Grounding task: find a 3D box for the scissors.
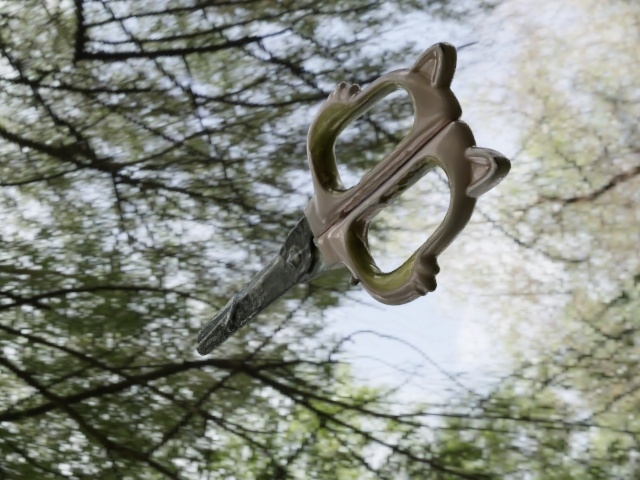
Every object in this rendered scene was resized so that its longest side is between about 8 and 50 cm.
[{"bbox_3d":[0.000,0.000,0.854,0.024,0.317,0.160,1,-123,-43],"label":"scissors"}]
